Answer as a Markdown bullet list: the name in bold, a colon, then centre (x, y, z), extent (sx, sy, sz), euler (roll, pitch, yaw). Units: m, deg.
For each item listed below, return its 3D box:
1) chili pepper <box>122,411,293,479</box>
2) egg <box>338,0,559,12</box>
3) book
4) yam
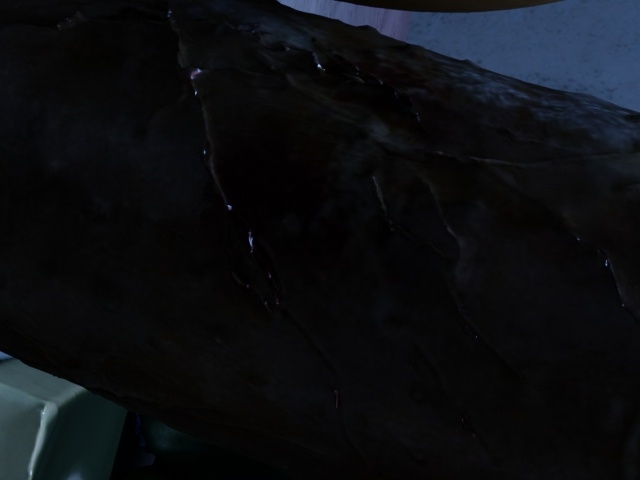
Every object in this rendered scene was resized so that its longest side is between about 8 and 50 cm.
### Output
- **chili pepper**: centre (0.009, 0.123, 1.127), extent (0.233, 0.257, 0.248), euler (-48, 154, -55)
- **egg**: centre (0.037, -0.181, 0.473), extent (0.322, 0.250, 0.250), euler (3, 101, -62)
- **book**: centre (-0.153, 0.230, 0.779), extent (0.260, 0.043, 0.371), euler (34, 70, -87)
- **yam**: centre (-0.001, 0.002, 0.486), extent (0.131, 0.280, 0.131), euler (18, 90, -79)
